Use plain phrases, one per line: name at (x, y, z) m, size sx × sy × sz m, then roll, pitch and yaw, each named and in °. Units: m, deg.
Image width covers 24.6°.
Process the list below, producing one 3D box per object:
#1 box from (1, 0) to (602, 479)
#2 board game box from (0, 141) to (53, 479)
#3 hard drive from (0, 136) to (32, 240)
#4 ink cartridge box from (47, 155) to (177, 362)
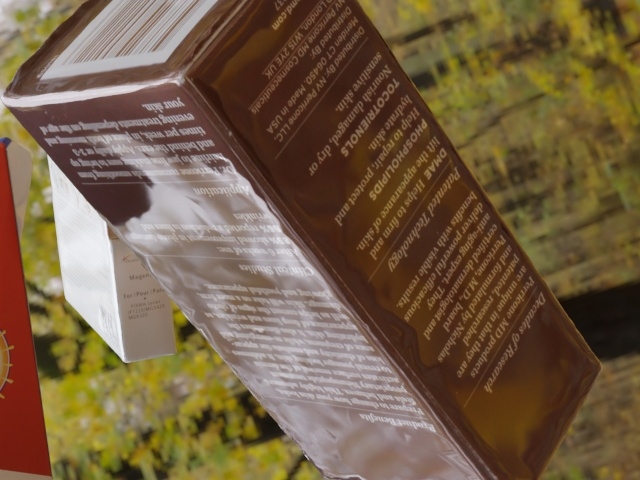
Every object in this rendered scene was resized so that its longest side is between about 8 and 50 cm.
box at (0.000, 0.000, 0.937) m, size 0.143 × 0.191 × 0.381 m, roll -53°, pitch -57°, yaw -28°
board game box at (-0.223, 0.135, 0.843) m, size 0.242 × 0.064 × 0.316 m, roll -40°, pitch 57°, yaw 54°
hard drive at (-0.372, 0.048, 1.144) m, size 0.040 × 0.319 × 0.210 m, roll 38°, pitch -132°, yaw -50°
ink cartridge box at (-0.222, -0.025, 1.495) m, size 0.275 × 0.060 × 0.238 m, roll -153°, pitch 56°, yaw -66°
